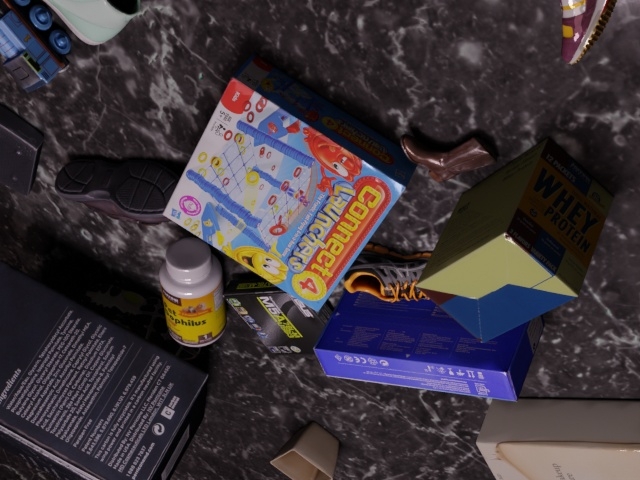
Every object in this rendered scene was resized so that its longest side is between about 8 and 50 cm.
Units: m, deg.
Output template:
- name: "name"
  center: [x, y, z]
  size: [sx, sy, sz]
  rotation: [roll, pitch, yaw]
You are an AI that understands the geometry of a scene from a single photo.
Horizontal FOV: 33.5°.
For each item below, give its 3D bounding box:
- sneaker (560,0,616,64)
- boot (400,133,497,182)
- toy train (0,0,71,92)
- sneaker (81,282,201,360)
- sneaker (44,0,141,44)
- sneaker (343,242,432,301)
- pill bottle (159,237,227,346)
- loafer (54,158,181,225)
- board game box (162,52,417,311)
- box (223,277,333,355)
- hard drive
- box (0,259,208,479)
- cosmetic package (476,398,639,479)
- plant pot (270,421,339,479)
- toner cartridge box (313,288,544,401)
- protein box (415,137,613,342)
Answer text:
- name: "sneaker"
  center: [0.309, -0.299, 1.266]
  size: [0.084, 0.069, 0.185]
  rotation: [29, 136, 16]
- name: "boot"
  center: [0.187, -0.133, 1.540]
  size: [0.106, 0.037, 0.114]
  rotation: [37, 146, -29]
- name: "toy train"
  center: [-0.481, -0.332, 1.704]
  size: [0.080, 0.105, 0.184]
  rotation: [-13, 124, 41]
- name: "sneaker"
  center: [-0.361, 0.172, 2.202]
  size: [0.279, 0.107, 0.118]
  rotation: [25, 157, 16]
- name: "sneaker"
  center: [-0.375, -0.407, 1.561]
  size: [0.256, 0.094, 0.151]
  rotation: [40, 148, -27]
- name: "sneaker"
  center: [0.137, 0.068, 1.755]
  size: [0.215, 0.083, 0.084]
  rotation: [8, 135, 24]
- name: "pill bottle"
  center: [-0.240, 0.096, 2.000]
  size: [0.117, 0.117, 0.215]
  rotation: [18, 140, 16]
- name: "loafer"
  center: [-0.340, -0.082, 1.905]
  size: [0.302, 0.109, 0.095]
  rotation: [11, 157, 32]
- name: "board game box"
  center: [-0.053, -0.082, 1.662]
  size: [0.302, 0.086, 0.308]
  rotation: [32, 129, -1]
- name: "box"
  center: [-0.060, 0.143, 1.985]
  size: [0.184, 0.045, 0.190]
  rotation: [-3, 136, 38]
- name: "hard drive"
  center: [-0.636, -0.203, 1.985]
  size: [0.255, 0.054, 0.172]
  rotation: [31, 142, 0]
- name: "box"
  center: [-0.505, 0.335, 2.201]
  size: [0.472, 0.297, 0.480]
  rotation: [27, 159, 2]
- name: "cosmetic package"
  center: [0.450, 0.365, 1.852]
  size: [0.309, 0.113, 0.160]
  rotation: [-7, 129, 37]
- name: "plant pot"
  center: [-0.022, 0.452, 2.263]
  size: [0.109, 0.096, 0.109]
  rotation: [38, 142, -9]
- name: "toner cartridge box"
  center: [0.178, 0.161, 1.764]
  size: [0.348, 0.165, 0.075]
  rotation: [4, 134, 31]
- name: "protein box"
  center: [0.274, 0.002, 1.498]
  size: [0.136, 0.201, 0.200]
  rotation: [40, 141, -11]
